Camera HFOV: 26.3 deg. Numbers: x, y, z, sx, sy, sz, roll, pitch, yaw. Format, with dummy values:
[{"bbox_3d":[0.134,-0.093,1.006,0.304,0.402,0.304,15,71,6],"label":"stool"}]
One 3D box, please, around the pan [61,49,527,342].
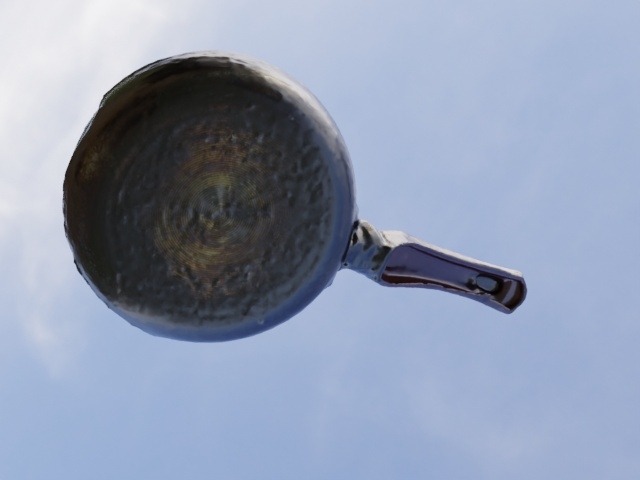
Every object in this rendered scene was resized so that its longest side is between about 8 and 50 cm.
[{"bbox_3d":[0.001,0.001,0.541,0.115,0.212,0.040,-66,-153,12],"label":"pan"}]
